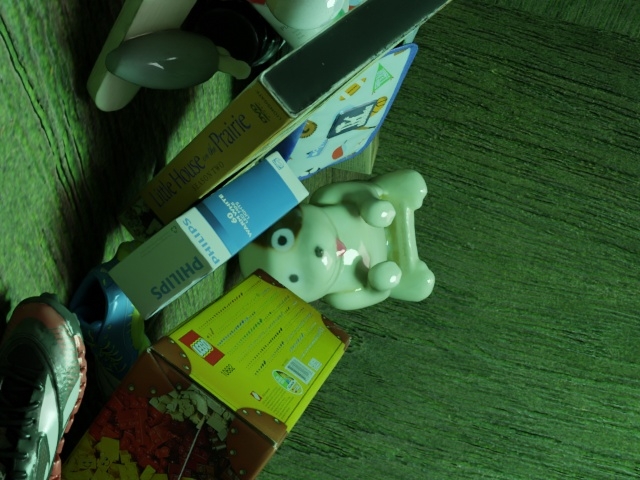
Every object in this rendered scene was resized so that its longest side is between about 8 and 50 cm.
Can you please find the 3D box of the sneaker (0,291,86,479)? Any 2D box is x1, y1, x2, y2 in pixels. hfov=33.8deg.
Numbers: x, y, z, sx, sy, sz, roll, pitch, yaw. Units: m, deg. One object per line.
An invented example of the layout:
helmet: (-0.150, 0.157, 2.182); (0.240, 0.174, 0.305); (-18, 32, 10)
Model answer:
sneaker: (-0.318, 0.194, 1.102); (0.135, 0.097, 0.276); (-48, 154, -75)

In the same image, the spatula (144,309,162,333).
spatula: (-0.198, 0.024, 1.643); (0.168, 0.019, 0.242); (-55, -173, 40)

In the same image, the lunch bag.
lunch bag: (0.031, -0.314, 1.802); (0.385, 0.239, 0.328); (-63, -179, -38)

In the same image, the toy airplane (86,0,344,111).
toy airplane: (-0.092, -0.309, 1.041); (0.384, 0.272, 0.386); (-50, -178, -13)

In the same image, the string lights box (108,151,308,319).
string lights box: (-0.131, -0.011, 1.308); (0.133, 0.077, 0.259); (-34, -176, 32)

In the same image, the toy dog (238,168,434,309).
toy dog: (0.000, 0.000, 2.130); (0.408, 0.395, 0.284); (-14, 109, -59)

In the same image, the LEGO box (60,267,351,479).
LEGO box: (-0.176, 0.277, 1.452); (0.372, 0.193, 0.500); (-54, 176, 14)

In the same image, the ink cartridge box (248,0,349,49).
ink cartridge box: (-0.047, -0.359, 1.431); (0.224, 0.056, 0.181); (45, 34, -34)

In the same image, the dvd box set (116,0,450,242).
dvd box set: (-0.056, -0.156, 1.283); (0.307, 0.062, 0.420); (-41, -175, -36)

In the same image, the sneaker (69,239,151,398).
sneaker: (-0.277, 0.114, 1.339); (0.126, 0.091, 0.240); (-26, 134, -53)

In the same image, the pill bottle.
pill bottle: (-0.098, -0.320, 1.497); (0.219, 0.123, 0.123); (-60, 164, -56)

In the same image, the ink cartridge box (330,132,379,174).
ink cartridge box: (0.021, -0.241, 2.141); (0.235, 0.193, 0.088); (88, 16, -64)
